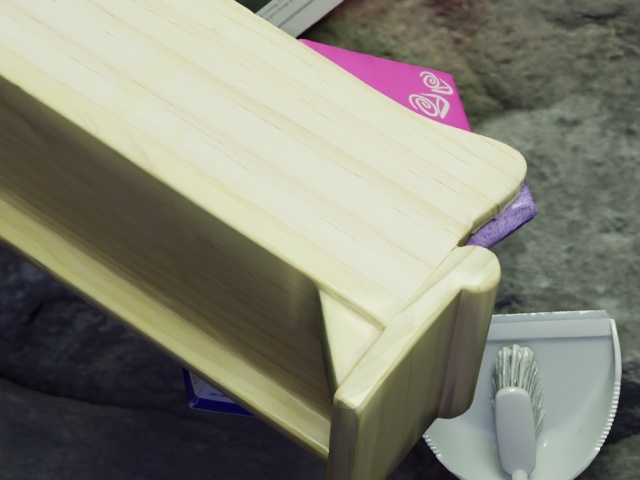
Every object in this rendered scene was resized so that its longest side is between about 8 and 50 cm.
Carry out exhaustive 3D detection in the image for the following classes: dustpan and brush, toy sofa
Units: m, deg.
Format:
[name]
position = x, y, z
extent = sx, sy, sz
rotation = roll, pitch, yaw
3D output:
[dustpan and brush]
position = 0.138, 0.150, 1.380
extent = 0.147, 0.060, 0.211
rotation = -3, 129, 8
[toy sofa]
position = -0.070, -0.025, 1.086
extent = 0.362, 0.177, 0.150
rotation = 32, 151, 17

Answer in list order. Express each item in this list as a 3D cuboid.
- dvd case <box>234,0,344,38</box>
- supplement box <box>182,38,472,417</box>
[dvd case]
position = -0.094, -0.199, 1.136
extent = 0.179, 0.029, 0.239
rotation = -35, 119, 28
[supplement box]
position = 0.000, 0.000, 1.223
extent = 0.114, 0.111, 0.220
rotation = 10, 132, -23
